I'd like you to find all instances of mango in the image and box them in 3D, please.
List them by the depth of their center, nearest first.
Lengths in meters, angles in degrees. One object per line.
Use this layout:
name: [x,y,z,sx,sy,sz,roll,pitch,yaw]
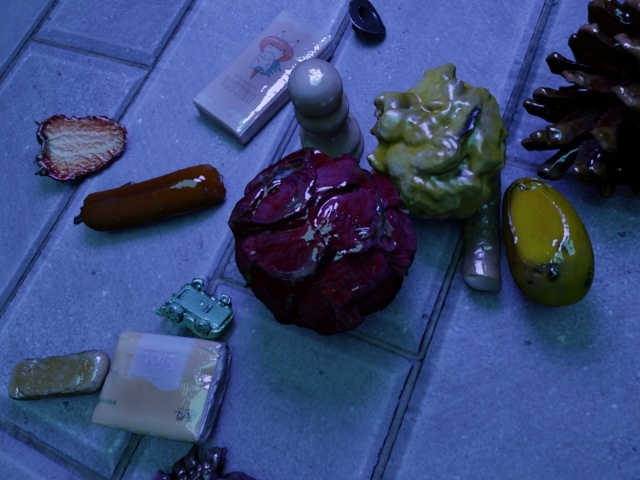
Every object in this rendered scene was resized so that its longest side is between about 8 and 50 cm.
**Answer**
mango: [0.389,-0.008,0.814,0.130,0.167,0.261,-14,56,20]

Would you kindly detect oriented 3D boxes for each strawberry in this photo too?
strawberry: [-0.578,-0.220,1.132,0.208,0.087,0.167,0,89,-16]

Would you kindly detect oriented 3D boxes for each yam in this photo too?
yam: [0.311,-0.073,0.897,0.081,0.081,0.356,3,68,12]

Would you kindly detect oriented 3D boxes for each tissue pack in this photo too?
tissue pack: [-0.290,0.269,0.870,0.223,0.090,0.186,5,63,14]
tissue pack: [-0.135,-0.392,1.107,0.170,0.071,0.325,39,81,19]

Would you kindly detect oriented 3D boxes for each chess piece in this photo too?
chess piece: [0.002,-0.253,0.927,0.143,0.261,0.142,-4,71,12]

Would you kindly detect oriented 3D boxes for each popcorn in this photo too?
popcorn: [0.205,-0.176,0.844,0.252,0.215,0.286,-8,63,23]

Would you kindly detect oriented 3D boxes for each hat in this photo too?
hat: [0.106,-0.528,1.117,0.121,0.050,0.121,16,59,-29]

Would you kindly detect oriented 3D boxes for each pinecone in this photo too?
pinecone: [0.530,-0.239,0.803,0.385,0.384,0.383,-4,69,10]

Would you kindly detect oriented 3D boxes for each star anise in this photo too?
star anise: [-0.217,0.464,0.787,0.214,0.099,0.219,26,77,28]

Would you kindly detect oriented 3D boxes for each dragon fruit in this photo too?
dragon fruit: [0.000,-0.002,0.806,0.330,0.329,0.328,-4,69,10]

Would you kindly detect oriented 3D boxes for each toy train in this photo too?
toy train: [-0.250,0.141,0.926,0.149,0.081,0.099,28,44,8]

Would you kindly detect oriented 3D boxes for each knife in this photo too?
knife: [-0.514,-0.093,1.100,0.170,0.010,0.023,-35,73,-5]

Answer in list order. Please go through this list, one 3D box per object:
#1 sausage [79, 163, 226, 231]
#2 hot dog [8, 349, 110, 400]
sausage: [-0.373,-0.088,1.023,0.331,0.102,0.101,-13,68,6]
hot dog: [-0.507,0.269,0.920,0.243,0.073,0.084,-12,66,18]
